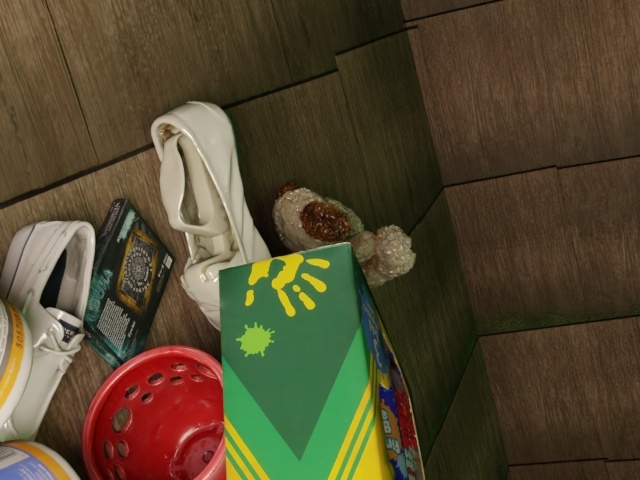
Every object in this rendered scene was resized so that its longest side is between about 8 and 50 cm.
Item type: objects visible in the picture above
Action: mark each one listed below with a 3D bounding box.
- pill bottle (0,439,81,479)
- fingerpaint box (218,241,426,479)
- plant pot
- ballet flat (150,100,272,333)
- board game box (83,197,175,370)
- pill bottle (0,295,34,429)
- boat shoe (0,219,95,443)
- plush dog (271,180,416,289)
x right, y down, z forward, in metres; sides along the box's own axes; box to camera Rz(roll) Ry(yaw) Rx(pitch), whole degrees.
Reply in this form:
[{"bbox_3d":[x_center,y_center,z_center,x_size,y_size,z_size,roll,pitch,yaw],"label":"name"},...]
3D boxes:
[{"bbox_3d":[-0.314,0.265,0.647,0.272,0.152,0.152,-14,94,-66],"label":"pill bottle"},{"bbox_3d":[0.033,0.278,0.993,0.445,0.163,0.371,65,15,-55],"label":"fingerpaint box"},{"bbox_3d":[-0.158,0.242,0.990,0.174,0.191,0.191,63,27,-55],"label":"plant pot"},{"bbox_3d":[-0.153,0.000,1.181,0.139,0.139,0.400,-12,86,-67],"label":"ballet flat"},{"bbox_3d":[-0.246,0.055,1.049,0.186,0.026,0.126,-77,148,-41],"label":"board game box"},{"bbox_3d":[-0.358,0.054,0.612,0.278,0.162,0.162,53,36,-49],"label":"pill bottle"},{"bbox_3d":[-0.288,0.091,0.862,0.095,0.084,0.258,42,44,-56],"label":"boat shoe"},{"bbox_3d":[0.000,0.000,1.472,0.210,0.262,0.225,-46,121,-11],"label":"plush dog"}]
